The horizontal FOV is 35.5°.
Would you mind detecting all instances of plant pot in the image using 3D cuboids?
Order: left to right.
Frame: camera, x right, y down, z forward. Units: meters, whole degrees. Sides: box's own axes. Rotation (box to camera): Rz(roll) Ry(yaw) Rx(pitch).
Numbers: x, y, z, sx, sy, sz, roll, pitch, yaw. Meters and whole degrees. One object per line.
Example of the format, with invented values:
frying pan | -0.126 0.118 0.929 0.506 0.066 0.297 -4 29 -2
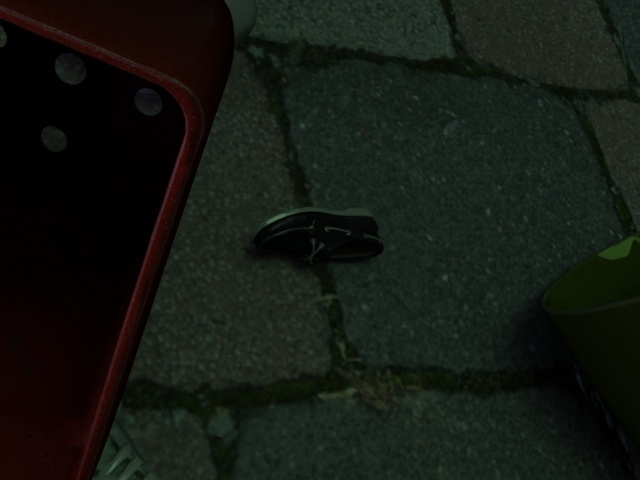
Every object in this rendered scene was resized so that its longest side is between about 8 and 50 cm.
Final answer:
plant pot | -0.186 -0.059 0.564 0.267 0.267 0.236 24 31 0
plant pot | 0.374 0.130 0.849 0.274 0.274 0.294 -28 94 -41

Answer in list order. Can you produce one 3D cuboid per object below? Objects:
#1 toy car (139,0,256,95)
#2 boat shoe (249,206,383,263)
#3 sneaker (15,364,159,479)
toy car | -0.128 -0.219 0.798 0.159 0.136 0.182 46 48 -1
boat shoe | 0.000 0.000 0.808 0.125 0.046 0.038 -2 58 -43
sneaker | -0.118 0.163 0.593 0.090 0.095 0.235 -27 77 -39
